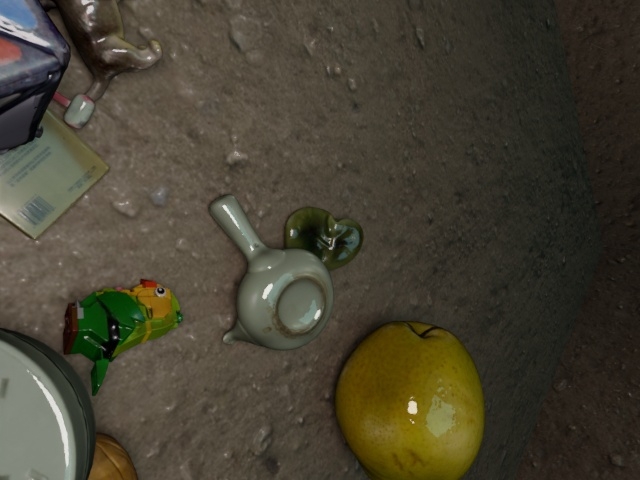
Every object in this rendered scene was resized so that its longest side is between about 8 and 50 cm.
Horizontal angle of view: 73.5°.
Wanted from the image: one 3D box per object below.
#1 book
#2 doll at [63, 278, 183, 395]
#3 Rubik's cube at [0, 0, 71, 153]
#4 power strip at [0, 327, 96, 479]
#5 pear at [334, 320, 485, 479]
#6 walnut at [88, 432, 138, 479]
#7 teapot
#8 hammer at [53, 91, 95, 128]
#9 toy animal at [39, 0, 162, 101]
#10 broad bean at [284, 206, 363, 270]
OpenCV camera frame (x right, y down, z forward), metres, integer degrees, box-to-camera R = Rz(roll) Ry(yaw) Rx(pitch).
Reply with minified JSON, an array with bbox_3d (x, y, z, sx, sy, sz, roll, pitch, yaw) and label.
[{"bbox_3d":[-0.443,-0.133,0.601,0.161,0.026,0.231,-55,126,-25],"label":"book"},{"bbox_3d":[-0.312,0.134,0.686,0.134,0.106,0.186,46,37,9],"label":"doll"},{"bbox_3d":[-0.460,-0.188,0.370,0.307,0.310,0.305,-42,115,-31],"label":"Rubik's cube"},{"bbox_3d":[-0.434,0.269,0.467,0.357,0.161,0.358,5,77,-19],"label":"power strip"},{"bbox_3d":[0.213,0.401,1.043,0.362,0.362,0.419,-9,106,-41],"label":"pear"},{"bbox_3d":[-0.359,0.395,0.641,0.165,0.165,0.197,-10,103,-41],"label":"walnut"},{"bbox_3d":[-0.089,0.061,0.860,0.219,0.149,0.319,-10,102,-34],"label":"teapot"},{"bbox_3d":[-0.383,-0.207,0.637,0.083,0.031,0.053,33,93,-14],"label":"hammer"},{"bbox_3d":[-0.337,-0.340,0.622,0.168,0.121,0.233,-33,126,-17],"label":"toy animal"},{"bbox_3d":[0.002,0.000,1.001,0.206,0.072,0.153,0,92,-31],"label":"broad bean"}]
